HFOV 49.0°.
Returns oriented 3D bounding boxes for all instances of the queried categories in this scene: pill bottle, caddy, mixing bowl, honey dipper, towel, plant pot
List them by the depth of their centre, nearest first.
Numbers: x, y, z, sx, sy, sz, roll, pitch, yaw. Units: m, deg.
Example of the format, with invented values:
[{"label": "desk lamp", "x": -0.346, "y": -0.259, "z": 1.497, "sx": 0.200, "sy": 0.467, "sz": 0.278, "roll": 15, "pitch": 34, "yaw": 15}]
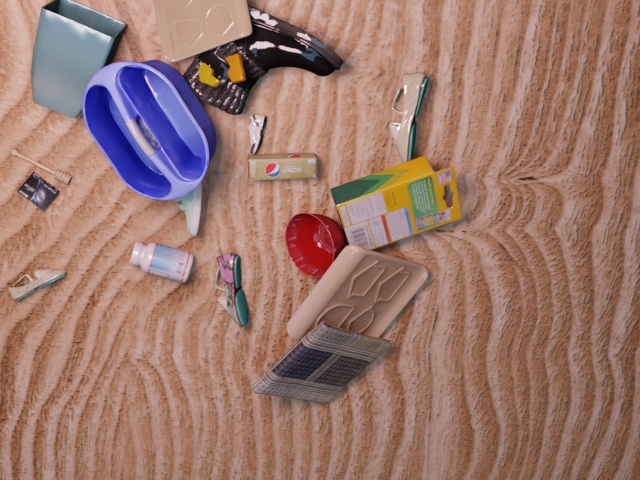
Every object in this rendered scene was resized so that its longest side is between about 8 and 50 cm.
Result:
[{"label": "caddy", "x": -0.398, "y": -0.262, "z": 1.656, "sx": 0.241, "sy": 0.179, "sz": 0.341, "roll": -26, "pitch": 108, "yaw": 18}, {"label": "plant pot", "x": -0.593, "y": -0.428, "z": 1.682, "sx": 0.166, "sy": 0.165, "sz": 0.234, "roll": 21, "pitch": 115, "yaw": -14}, {"label": "honey dipper", "x": -0.725, "y": -0.195, "z": 1.824, "sx": 0.161, "sy": 0.030, "sz": 0.030, "roll": 29, "pitch": 105, "yaw": -12}, {"label": "pill bottle", "x": -0.434, "y": 0.055, "z": 1.923, "sx": 0.160, "sy": 0.087, "sz": 0.087, "roll": 17, "pitch": 108, "yaw": -13}, {"label": "mixing bowl", "x": 0.000, "y": 0.000, "z": 1.929, "sx": 0.098, "sy": 0.182, "sz": 0.181, "roll": -22, "pitch": 121, "yaw": -44}, {"label": "towel", "x": 0.006, "y": 0.355, "z": 2.033, "sx": 0.312, "sy": 0.056, "sz": 0.324, "roll": -45, "pitch": 139, "yaw": 20}]

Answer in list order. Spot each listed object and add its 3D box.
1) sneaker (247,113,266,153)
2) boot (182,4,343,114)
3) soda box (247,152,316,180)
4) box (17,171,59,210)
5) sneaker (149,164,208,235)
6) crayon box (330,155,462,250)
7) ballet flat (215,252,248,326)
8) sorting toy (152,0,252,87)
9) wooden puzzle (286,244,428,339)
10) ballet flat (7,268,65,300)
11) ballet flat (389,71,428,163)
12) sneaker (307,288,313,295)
[{"label": "sneaker", "x": -0.173, "y": -0.282, "z": 1.854, "sx": 0.044, "sy": 0.040, "sz": 0.109, "roll": 15, "pitch": 106, "yaw": 5}, {"label": "boot", "x": -0.145, "y": -0.419, "z": 1.740, "sx": 0.348, "sy": 0.131, "sz": 0.260, "roll": 25, "pitch": 101, "yaw": 0}, {"label": "soda box", "x": -0.102, "y": -0.198, "z": 1.877, "sx": 0.182, "sy": 0.061, "sz": 0.058, "roll": -2, "pitch": 112, "yaw": -6}, {"label": "box", "x": -0.742, "y": -0.130, "z": 1.850, "sx": 0.083, "sy": 0.018, "sz": 0.067, "roll": 42, "pitch": 101, "yaw": -20}, {"label": "sneaker", "x": -0.380, "y": -0.136, "z": 1.860, "sx": 0.151, "sy": 0.094, "sz": 0.255, "roll": 5, "pitch": 116, "yaw": 3}, {"label": "crayon box", "x": 0.208, "y": -0.099, "z": 1.909, "sx": 0.323, "sy": 0.083, "sz": 0.203, "roll": -19, "pitch": 134, "yaw": 1}, {"label": "ballet flat", "x": -0.257, "y": 0.140, "z": 1.993, "sx": 0.079, "sy": 0.077, "sz": 0.221, "roll": -2, "pitch": 108, "yaw": 14}, {"label": "sorting toy", "x": -0.272, "y": -0.504, "z": 1.663, "sx": 0.229, "sy": 0.041, "sz": 0.307, "roll": -13, "pitch": 86, "yaw": 18}, {"label": "wooden puzzle", "x": 0.101, "y": 0.156, "z": 1.984, "sx": 0.348, "sy": 0.080, "sz": 0.322, "roll": 18, "pitch": 115, "yaw": -45}, {"label": "ballet flat", "x": -0.780, "y": 0.109, "z": 1.922, "sx": 0.168, "sy": 0.057, "sz": 0.052, "roll": -28, "pitch": 102, "yaw": 4}, {"label": "ballet flat", "x": 0.225, "y": -0.325, "z": 1.867, "sx": 0.086, "sy": 0.086, "sz": 0.248, "roll": 7, "pitch": 109, "yaw": -9}, {"label": "sneaker", "x": 0.003, "y": 0.206, "z": 2.054, "sx": 0.059, "sy": 0.053, "sz": 0.144, "roll": -13, "pitch": 113, "yaw": -4}]
